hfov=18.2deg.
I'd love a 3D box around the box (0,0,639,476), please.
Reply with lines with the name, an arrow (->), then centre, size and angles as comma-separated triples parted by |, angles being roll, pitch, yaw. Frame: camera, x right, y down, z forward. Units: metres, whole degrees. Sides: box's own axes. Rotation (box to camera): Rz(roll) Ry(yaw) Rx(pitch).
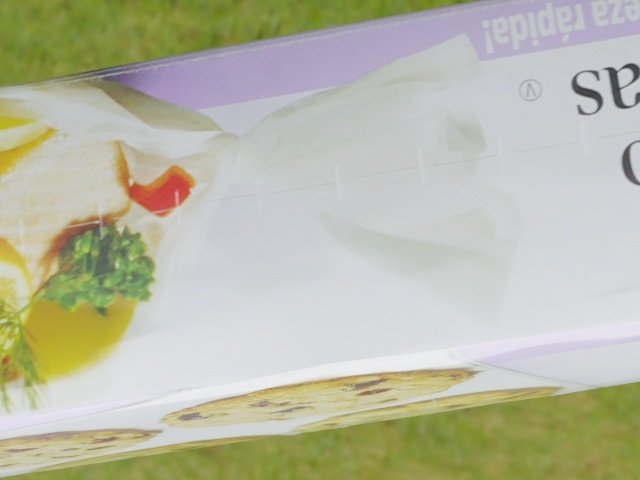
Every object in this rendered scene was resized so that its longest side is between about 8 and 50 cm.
box -> 0.000, 0.000, 0.368 | 0.324, 0.063, 0.067 | -9, 167, 6
